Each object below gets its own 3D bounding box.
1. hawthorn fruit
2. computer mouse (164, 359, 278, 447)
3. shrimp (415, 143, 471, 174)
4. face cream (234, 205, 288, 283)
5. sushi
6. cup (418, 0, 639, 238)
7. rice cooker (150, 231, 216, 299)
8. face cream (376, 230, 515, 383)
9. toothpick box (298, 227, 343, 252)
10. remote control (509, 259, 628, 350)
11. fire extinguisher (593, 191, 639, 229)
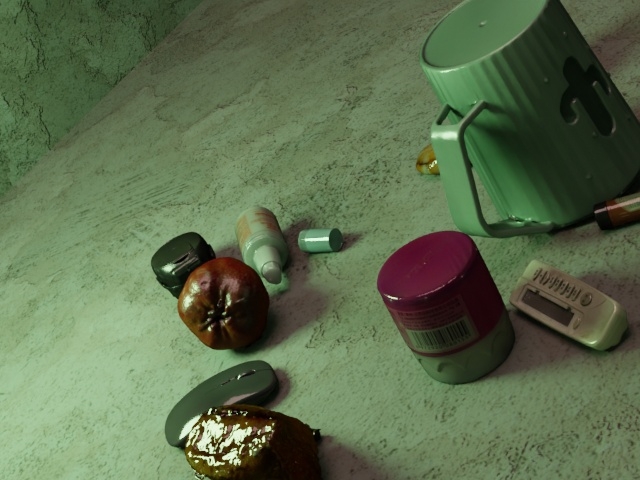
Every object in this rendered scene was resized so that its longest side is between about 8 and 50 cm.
[{"bbox_3d":[-0.190,0.121,2.100,0.185,0.185,0.202,-27,13,5],"label":"hawthorn fruit"},{"bbox_3d":[-0.188,0.294,1.929,0.232,0.057,0.120,-30,28,0],"label":"computer mouse"},{"bbox_3d":[0.336,-0.215,2.269,0.287,0.063,0.152,-21,18,20],"label":"shrimp"},{"bbox_3d":[-0.121,0.020,2.266,0.101,0.101,0.252,-29,28,2],"label":"face cream"},{"bbox_3d":[-0.098,0.339,1.689,0.296,0.179,0.167,-8,52,41],"label":"sushi"},{"bbox_3d":[0.374,-0.215,1.893,0.310,0.392,0.401,-19,34,31],"label":"cup"},{"bbox_3d":[-0.299,0.058,2.351,0.142,0.118,0.203,-32,27,-5],"label":"rice cooker"},{"bbox_3d":[0.206,0.109,1.713,0.175,0.195,0.175,-21,29,13],"label":"face cream"},{"bbox_3d":[0.000,0.000,2.234,0.083,0.052,0.052,-2,39,39],"label":"toothpick box"},{"bbox_3d":[0.396,0.104,1.685,0.090,0.049,0.230,-62,31,4],"label":"remote control"},{"bbox_3d":[0.561,-0.062,1.808,0.177,0.050,0.062,-17,12,24],"label":"fire extinguisher"}]
